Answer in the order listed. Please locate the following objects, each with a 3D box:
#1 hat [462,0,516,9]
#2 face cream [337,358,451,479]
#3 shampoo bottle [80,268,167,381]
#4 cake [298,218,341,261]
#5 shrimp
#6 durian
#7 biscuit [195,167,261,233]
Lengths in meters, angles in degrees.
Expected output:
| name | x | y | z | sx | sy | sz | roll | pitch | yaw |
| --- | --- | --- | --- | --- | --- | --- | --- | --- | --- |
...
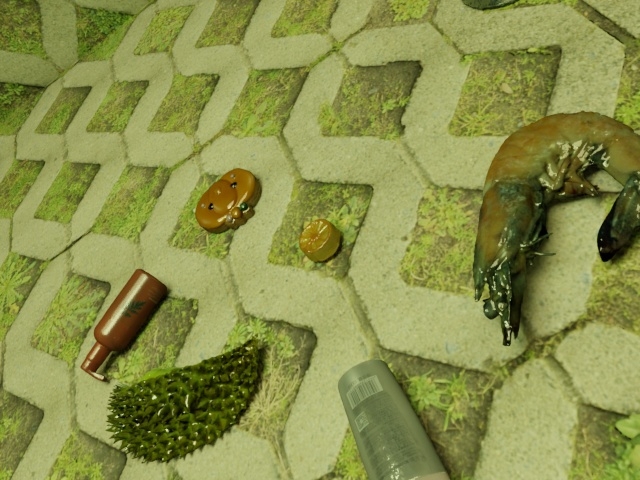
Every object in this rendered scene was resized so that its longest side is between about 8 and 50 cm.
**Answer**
| name | x | y | z | sx | sy | sz | roll | pitch | yaw |
| --- | --- | --- | --- | --- | --- | --- | --- | --- | --- |
| hat | 0.393 | -0.631 | 1.514 | 0.266 | 0.128 | 0.265 | -18 | 48 | 21 |
| face cream | 0.104 | 0.297 | 1.027 | 0.107 | 0.073 | 0.269 | -39 | 42 | 12 |
| shampoo bottle | -0.428 | 0.179 | 1.531 | 0.085 | 0.085 | 0.244 | 17 | 71 | 44 |
| cake | 0.000 | 0.000 | 1.368 | 0.084 | 0.044 | 0.084 | -22 | 46 | 25 |
| shrimp | 0.366 | -0.030 | 1.093 | 0.272 | 0.085 | 0.445 | 5 | 56 | 34 |
| durian | -0.264 | 0.298 | 1.315 | 0.356 | 0.157 | 0.169 | -21 | 11 | 23 |
| biscuit | -0.211 | -0.090 | 1.600 | 0.170 | 0.050 | 0.170 | -21 | 47 | 25 |
